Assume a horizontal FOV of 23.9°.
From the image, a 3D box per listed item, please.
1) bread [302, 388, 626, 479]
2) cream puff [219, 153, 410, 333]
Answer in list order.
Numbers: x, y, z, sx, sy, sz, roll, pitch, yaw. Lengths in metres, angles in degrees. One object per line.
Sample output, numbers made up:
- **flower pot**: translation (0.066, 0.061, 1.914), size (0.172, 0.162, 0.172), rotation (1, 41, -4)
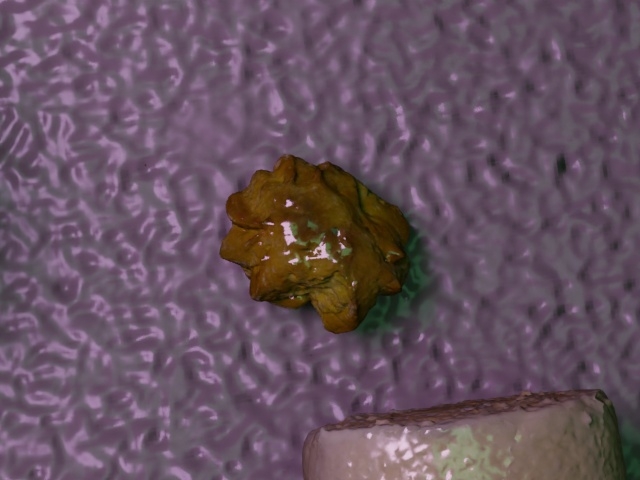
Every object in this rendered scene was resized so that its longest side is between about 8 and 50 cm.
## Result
- **bread**: translation (0.062, 0.137, 0.621), size (0.134, 0.148, 0.141), rotation (-7, 87, 11)
- **cream puff**: translation (0.000, 0.000, 0.670), size (0.083, 0.058, 0.083), rotation (-30, 87, -8)
